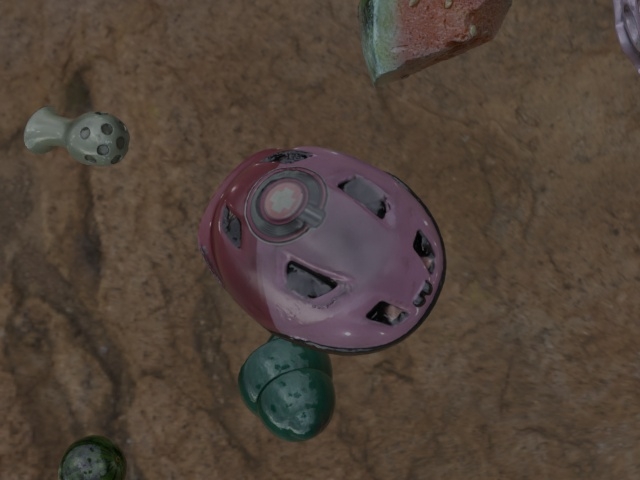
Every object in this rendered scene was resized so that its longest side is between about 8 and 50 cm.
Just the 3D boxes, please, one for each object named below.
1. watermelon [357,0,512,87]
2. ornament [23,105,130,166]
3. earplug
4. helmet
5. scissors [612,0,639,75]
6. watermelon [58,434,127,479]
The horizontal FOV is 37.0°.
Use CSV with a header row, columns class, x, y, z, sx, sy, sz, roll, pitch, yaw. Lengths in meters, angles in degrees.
class,x,y,z,sx,sy,sz,roll,pitch,yaw
watermelon,0.192,-0.346,1.522,0.256,0.193,0.140,-12,83,-1
ornament,-0.318,-0.137,1.276,0.156,0.081,0.075,11,53,33
earplug,-0.022,0.202,1.595,0.257,0.164,0.280,-32,40,12
helmet,0.000,0.000,0.927,0.253,0.154,0.198,33,80,5
scissors,0.329,-0.161,0.959,0.015,0.100,0.189,-10,111,37
watermelon,-0.338,0.338,1.407,0.108,0.109,0.109,-5,78,24
